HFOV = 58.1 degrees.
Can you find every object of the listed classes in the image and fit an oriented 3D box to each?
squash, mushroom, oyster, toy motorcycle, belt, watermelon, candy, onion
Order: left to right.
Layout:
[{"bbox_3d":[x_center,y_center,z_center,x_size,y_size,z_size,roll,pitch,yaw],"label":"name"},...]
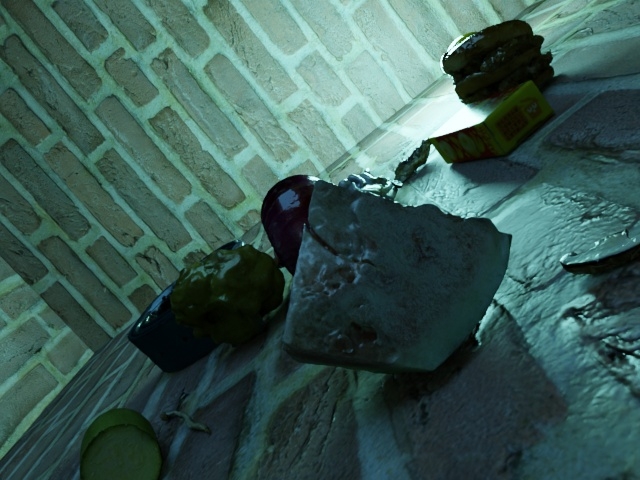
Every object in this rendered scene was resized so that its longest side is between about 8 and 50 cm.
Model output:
[{"bbox_3d":[-0.361,0.373,1.032,0.132,0.132,0.247,-43,9,-20],"label":"squash"},{"bbox_3d":[-0.254,0.340,1.091,0.286,0.026,0.028,-19,39,57],"label":"mushroom"},{"bbox_3d":[-0.325,0.181,1.572,0.436,0.173,0.300,-39,19,21],"label":"belt"},{"bbox_3d":[-0.040,-0.042,1.390,0.272,0.230,0.256,-36,10,-20],"label":"onion"},{"bbox_3d":[0.118,-0.121,1.421,0.228,0.151,0.074,-68,-3,-59],"label":"toy motorcycle"},{"bbox_3d":[0.062,0.058,0.702,0.310,0.232,0.193,-7,65,41],"label":"watermelon"},{"bbox_3d":[0.255,-0.217,1.581,0.166,0.053,0.108,-42,-2,27],"label":"oyster"},{"bbox_3d":[0.360,-0.248,1.254,0.146,0.088,0.276,-42,10,-6],"label":"candy"},{"bbox_3d":[0.295,0.011,0.588,0.101,0.019,0.049,-26,17,42],"label":"mushroom"}]

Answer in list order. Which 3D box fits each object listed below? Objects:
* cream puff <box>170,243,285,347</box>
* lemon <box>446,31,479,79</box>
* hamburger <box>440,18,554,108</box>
[{"bbox_3d":[-0.200,0.138,1.286,0.282,0.185,0.282,-24,-17,-8],"label":"cream puff"},{"bbox_3d":[0.521,-0.611,1.945,0.244,0.187,0.187,-43,11,-31],"label":"lemon"},{"bbox_3d":[0.432,-0.414,1.402,0.245,0.211,0.260,-27,11,28],"label":"hamburger"}]
